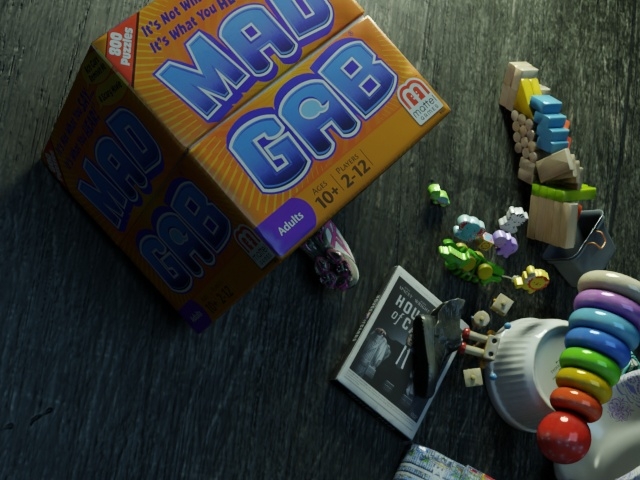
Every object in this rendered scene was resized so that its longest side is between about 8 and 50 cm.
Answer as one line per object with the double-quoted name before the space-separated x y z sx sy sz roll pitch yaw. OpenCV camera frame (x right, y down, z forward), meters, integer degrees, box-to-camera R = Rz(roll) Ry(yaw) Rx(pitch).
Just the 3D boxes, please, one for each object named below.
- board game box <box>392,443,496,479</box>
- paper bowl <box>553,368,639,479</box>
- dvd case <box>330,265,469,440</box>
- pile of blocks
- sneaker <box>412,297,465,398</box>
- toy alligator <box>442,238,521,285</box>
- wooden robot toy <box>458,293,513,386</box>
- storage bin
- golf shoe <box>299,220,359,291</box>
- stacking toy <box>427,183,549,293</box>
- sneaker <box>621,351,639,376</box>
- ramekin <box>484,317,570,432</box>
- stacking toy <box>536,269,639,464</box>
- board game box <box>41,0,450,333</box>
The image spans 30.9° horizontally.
"board game box" 0.199 0.458 1.885 0.194 0.060 0.194 29 65 -8
"paper bowl" 0.559 0.370 2.011 0.148 0.284 0.284 47 60 -16
"dvd case" 0.137 0.188 1.947 0.179 0.029 0.238 40 63 -19
"pile of blocks" 0.440 -0.164 2.134 0.113 0.149 0.362 -7 83 -32
"sneaker" 0.203 0.180 1.941 0.089 0.051 0.170 5 74 -26
"toy alligator" 0.282 0.056 2.053 0.190 0.056 0.051 27 109 -25
"wooden robot toy" 0.280 0.177 2.013 0.076 0.079 0.173 18 78 3
"storage bin" 0.498 0.020 2.169 0.091 0.098 0.135 52 59 -24
"golf shoe" 0.000 0.000 1.894 0.186 0.067 0.086 61 16 6
"stacking toy" 0.290 -0.009 2.024 0.221 0.052 0.167 19 40 -25
"sneaker" 0.571 0.227 2.172 0.065 0.076 0.166 9 75 -30
"ramekin" 0.403 0.234 2.051 0.207 0.109 0.207 7 76 -30
"stacking toy" 0.455 0.222 1.948 0.141 0.141 0.330 32 69 -22
"board game box" -0.116 -0.149 1.638 0.356 0.356 0.356 48 59 -1
